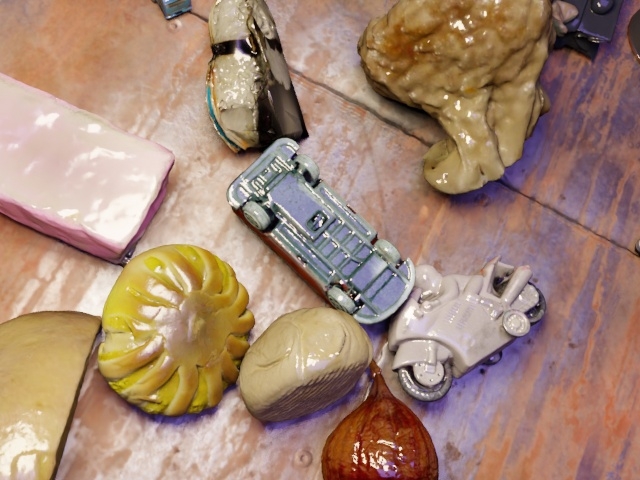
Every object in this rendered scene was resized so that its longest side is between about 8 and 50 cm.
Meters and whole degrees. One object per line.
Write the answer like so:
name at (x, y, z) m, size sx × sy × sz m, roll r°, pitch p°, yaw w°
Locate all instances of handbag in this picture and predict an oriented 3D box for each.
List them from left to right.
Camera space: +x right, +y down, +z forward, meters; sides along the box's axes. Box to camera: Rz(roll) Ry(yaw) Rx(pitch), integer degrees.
handbag at (0.338, -0.443, 1.240) m, size 0.325 × 0.118 × 0.269 m, roll 20°, pitch 72°, yaw -5°

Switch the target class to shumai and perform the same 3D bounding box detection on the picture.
shumai at (0.208, -0.208, 1.048) m, size 0.266 × 0.314 × 0.263 m, roll -12°, pitch 82°, yaw -29°

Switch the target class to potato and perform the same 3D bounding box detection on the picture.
potato at (-0.371, 0.176, 0.855) m, size 0.210 × 0.189 × 0.265 m, roll 17°, pitch 71°, yaw -8°

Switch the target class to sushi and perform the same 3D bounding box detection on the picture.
sushi at (-0.115, -0.253, 1.082) m, size 0.109 × 0.134 × 0.273 m, roll -17°, pitch 88°, yaw 14°

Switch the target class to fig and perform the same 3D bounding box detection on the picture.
fig at (0.083, 0.235, 0.985) m, size 0.146 × 0.134 × 0.201 m, roll 18°, pitch 63°, yaw -18°

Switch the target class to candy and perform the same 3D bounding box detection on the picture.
candy at (-0.332, -0.089, 0.982) m, size 0.265 × 0.116 × 0.156 m, roll 24°, pitch 73°, yaw -4°

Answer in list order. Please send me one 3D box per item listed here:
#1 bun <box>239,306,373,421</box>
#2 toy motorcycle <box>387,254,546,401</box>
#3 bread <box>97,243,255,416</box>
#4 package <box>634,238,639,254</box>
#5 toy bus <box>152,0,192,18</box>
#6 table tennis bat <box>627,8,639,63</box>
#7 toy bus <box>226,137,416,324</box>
bun at (-0.022, 0.145, 0.958) m, size 0.173 × 0.166 × 0.114 m, roll -29°, pitch 65°, yaw 5°
toy motorcycle at (0.185, 0.100, 1.058) m, size 0.260 × 0.110 × 0.171 m, roll -31°, pitch 72°, yaw -24°
bread at (-0.169, 0.110, 0.951) m, size 0.213 × 0.104 × 0.214 m, roll 9°, pitch 75°, yaw -34°
package at (0.602, 0.049, 1.201) m, size 0.166 × 0.040 × 0.232 m, roll -34°, pitch 86°, yaw -20°
toy bus at (-0.239, -0.399, 1.117) m, size 0.051 × 0.061 × 0.153 m, roll -27°, pitch 84°, yaw -13°
table tennis bat at (0.634, -0.292, 1.314) m, size 0.154 × 0.021 × 0.274 m, roll -36°, pitch 83°, yaw -19°
toy bus at (0.000, 0.000, 1.028) m, size 0.265 × 0.120 × 0.121 m, roll 44°, pitch 73°, yaw 1°
